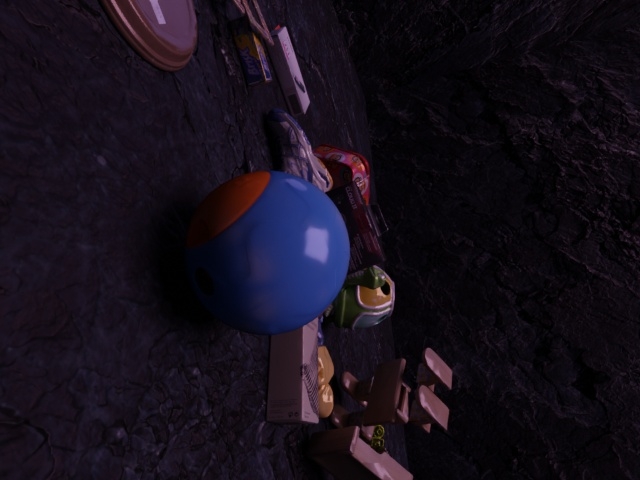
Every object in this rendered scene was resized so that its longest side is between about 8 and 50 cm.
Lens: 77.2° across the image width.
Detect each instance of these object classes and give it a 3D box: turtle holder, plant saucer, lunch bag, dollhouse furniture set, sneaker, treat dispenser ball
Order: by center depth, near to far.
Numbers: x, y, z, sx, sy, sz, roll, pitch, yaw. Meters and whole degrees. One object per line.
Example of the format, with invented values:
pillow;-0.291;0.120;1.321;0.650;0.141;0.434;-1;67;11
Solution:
plant saucer;-0.303;-0.450;0.714;0.278;0.041;0.278;-9;90;-74
treat dispenser ball;-0.091;0.021;0.714;0.288;0.288;0.288;-10;90;-74
sneaker;-0.089;-0.249;1.204;0.296;0.131;0.112;55;-9;-6
dollhouse furniture set;0.156;0.511;1.205;0.256;0.362;0.394;46;40;-17
lunch bag;0.036;-0.171;1.366;0.120;0.258;0.293;-40;141;-36
turtle holder;0.137;0.165;1.376;0.243;0.227;0.320;-79;174;-55

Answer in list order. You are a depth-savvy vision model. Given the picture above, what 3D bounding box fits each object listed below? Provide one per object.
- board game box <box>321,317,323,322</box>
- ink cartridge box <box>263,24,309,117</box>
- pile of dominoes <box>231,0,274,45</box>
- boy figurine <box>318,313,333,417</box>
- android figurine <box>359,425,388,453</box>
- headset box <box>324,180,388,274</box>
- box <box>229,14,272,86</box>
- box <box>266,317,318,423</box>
board game box;-0.020;0.141;1.335;0.212;0.039;0.160;-81;157;-50
ink cartridge box;-0.105;-0.623;1.454;0.239;0.060;0.275;-77;153;-50
pile of dominoes;-0.199;-0.665;1.048;0.196;0.040;0.251;12;55;-66
boy figurine;-0.015;0.348;1.141;0.177;0.092;0.285;17;65;-72
android figurine;0.160;0.755;1.364;0.273;0.056;0.248;116;-12;-64
headset box;0.026;-0.008;1.050;0.110;0.293;0.218;4;65;-77
box;-0.189;-0.515;1.098;0.054;0.059;0.169;-64;141;-64
box;-0.064;0.302;0.991;0.113;0.094;0.275;52;33;-57
